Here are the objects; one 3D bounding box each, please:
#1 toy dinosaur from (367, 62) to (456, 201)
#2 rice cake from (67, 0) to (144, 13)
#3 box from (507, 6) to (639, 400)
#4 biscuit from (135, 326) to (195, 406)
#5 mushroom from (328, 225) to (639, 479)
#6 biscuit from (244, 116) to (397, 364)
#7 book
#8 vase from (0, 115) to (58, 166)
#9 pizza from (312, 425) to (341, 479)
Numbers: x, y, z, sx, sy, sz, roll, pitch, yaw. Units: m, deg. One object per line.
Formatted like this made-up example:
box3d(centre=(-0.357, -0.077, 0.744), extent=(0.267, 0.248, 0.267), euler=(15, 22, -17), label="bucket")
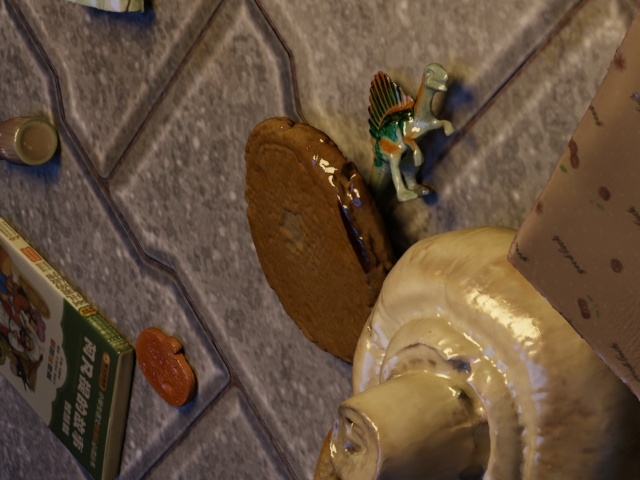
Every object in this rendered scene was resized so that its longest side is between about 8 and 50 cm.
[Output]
box3d(centre=(0.058, -0.083, 1.344), extent=(0.187, 0.044, 0.106), euler=(175, 82, -70), label="toy dinosaur")
box3d(centre=(-0.216, -0.329, 1.557), extent=(0.127, 0.043, 0.237), euler=(19, 118, 45), label="rice cake")
box3d(centre=(0.282, -0.053, 0.923), extent=(0.190, 0.225, 0.297), euler=(49, 138, 28), label="box")
box3d(centre=(-0.158, 0.127, 1.732), extent=(0.091, 0.015, 0.078), euler=(50, 138, 23), label="biscuit")
box3d(centre=(0.113, 0.124, 1.211), extent=(0.260, 0.234, 0.254), euler=(54, 137, 20), label="mushroom")
box3d(centre=(0.000, 0.000, 1.430), extent=(0.226, 0.042, 0.226), euler=(44, 147, 40), label="biscuit")
box3d(centre=(-0.304, 0.123, 1.902), extent=(0.264, 0.027, 0.202), euler=(41, 134, 33), label="book")
box3d(centre=(-0.326, -0.106, 1.798), extent=(0.101, 0.053, 0.053), euler=(5, 111, 54), label="vase")
box3d(centre=(0.046, 0.226, 1.492), extent=(0.134, 0.056, 0.271), euler=(60, 144, 26), label="pizza")
